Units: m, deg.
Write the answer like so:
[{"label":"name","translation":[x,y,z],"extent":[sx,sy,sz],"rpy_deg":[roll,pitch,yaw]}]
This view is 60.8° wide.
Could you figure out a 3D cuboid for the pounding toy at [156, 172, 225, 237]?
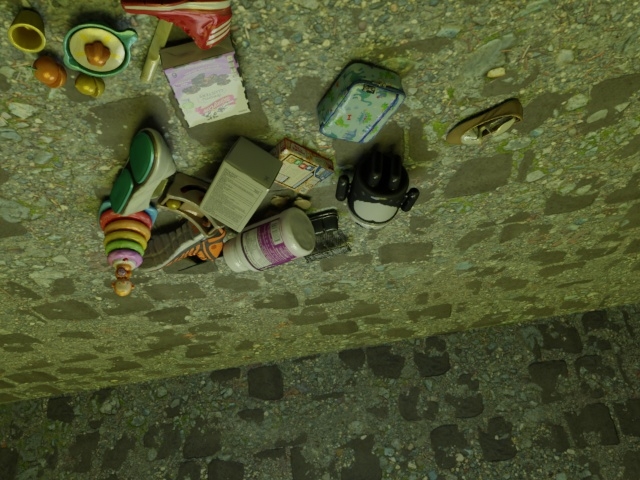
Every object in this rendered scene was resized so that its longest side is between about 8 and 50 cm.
[{"label":"pounding toy","translation":[-0.386,-0.084,1.703],"extent":[0.269,0.154,0.154],"rpy_deg":[19,141,-38]}]

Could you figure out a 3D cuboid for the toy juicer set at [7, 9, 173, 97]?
[{"label":"toy juicer set","translation":[-0.481,-0.390,1.198],"extent":[0.328,0.090,0.209],"rpy_deg":[-4,147,-13]}]

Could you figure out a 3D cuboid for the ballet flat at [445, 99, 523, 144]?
[{"label":"ballet flat","translation":[0.470,-0.323,1.571],"extent":[0.232,0.073,0.080],"rpy_deg":[-27,145,31]}]

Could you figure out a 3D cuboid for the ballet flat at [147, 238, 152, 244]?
[{"label":"ballet flat","translation":[-0.632,0.018,1.923],"extent":[0.074,0.074,0.203],"rpy_deg":[-17,156,16]}]

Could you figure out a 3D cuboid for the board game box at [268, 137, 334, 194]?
[{"label":"board game box","translation":[-0.077,-0.219,1.650],"extent":[0.193,0.045,0.146],"rpy_deg":[20,141,-40]}]

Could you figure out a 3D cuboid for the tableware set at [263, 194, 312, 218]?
[{"label":"tableware set","translation":[-0.112,-0.107,1.866],"extent":[0.141,0.020,0.169],"rpy_deg":[5,150,-16]}]

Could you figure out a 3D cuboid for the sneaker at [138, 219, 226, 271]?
[{"label":"sneaker","translation":[-0.464,0.040,1.895],"extent":[0.321,0.125,0.180],"rpy_deg":[-27,149,9]}]

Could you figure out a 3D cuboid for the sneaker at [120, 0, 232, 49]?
[{"label":"sneaker","translation":[-0.292,-0.452,1.134],"extent":[0.221,0.087,0.128],"rpy_deg":[-3,141,-7]}]

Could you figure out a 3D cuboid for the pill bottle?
[{"label":"pill bottle","translation":[-0.182,0.010,1.873],"extent":[0.301,0.169,0.169],"rpy_deg":[-20,149,28]}]

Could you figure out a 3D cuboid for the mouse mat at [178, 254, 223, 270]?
[{"label":"mouse mat","translation":[-0.423,0.077,2.048],"extent":[0.189,0.007,0.152],"rpy_deg":[-18,-179,20]}]

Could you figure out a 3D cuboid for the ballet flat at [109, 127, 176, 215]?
[{"label":"ballet flat","translation":[-0.484,-0.194,1.540],"extent":[0.139,0.139,0.400],"rpy_deg":[11,150,-30]}]

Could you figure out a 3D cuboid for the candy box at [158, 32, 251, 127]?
[{"label":"candy box","translation":[-0.265,-0.373,1.286],"extent":[0.164,0.070,0.196],"rpy_deg":[-16,152,-3]}]

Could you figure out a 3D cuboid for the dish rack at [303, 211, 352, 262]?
[{"label":"dish rack","translation":[0.000,0.000,2.029],"extent":[0.208,0.074,0.271],"rpy_deg":[-14,155,14]}]

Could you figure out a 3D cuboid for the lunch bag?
[{"label":"lunch bag","translation":[0.106,-0.351,1.423],"extent":[0.176,0.090,0.219],"rpy_deg":[7,149,-30]}]

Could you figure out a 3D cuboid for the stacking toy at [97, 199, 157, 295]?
[{"label":"stacking toy","translation":[-0.611,0.032,1.701],"extent":[0.175,0.302,0.166],"rpy_deg":[9,147,-26]}]

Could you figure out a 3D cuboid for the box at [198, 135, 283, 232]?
[{"label":"box","translation":[-0.233,-0.159,1.582],"extent":[0.148,0.127,0.232],"rpy_deg":[32,137,-10]}]

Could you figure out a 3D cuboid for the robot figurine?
[{"label":"robot figurine","translation":[0.176,-0.150,1.700],"extent":[0.173,0.209,0.278],"rpy_deg":[-39,162,-27]}]
